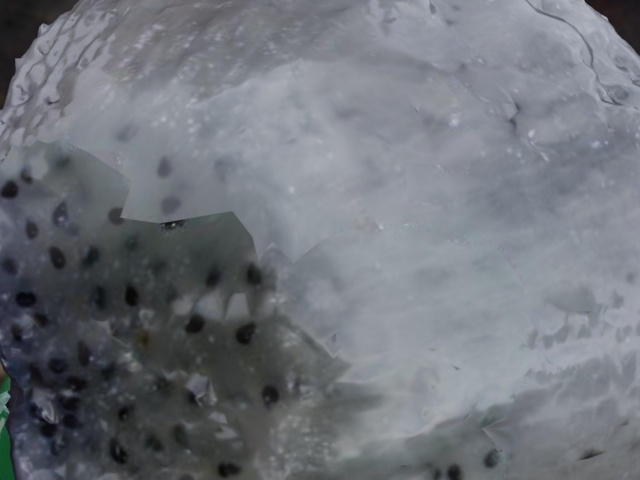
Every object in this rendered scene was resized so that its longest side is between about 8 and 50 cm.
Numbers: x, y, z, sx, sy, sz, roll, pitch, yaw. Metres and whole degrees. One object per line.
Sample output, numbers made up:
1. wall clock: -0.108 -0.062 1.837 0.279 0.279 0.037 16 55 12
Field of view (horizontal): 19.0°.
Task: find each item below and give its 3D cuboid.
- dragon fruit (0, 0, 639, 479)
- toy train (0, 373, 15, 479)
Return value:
1. dragon fruit: 0.024 0.027 0.642 0.204 0.283 0.221 -7 6 21
2. toy train: -0.171 0.179 1.179 0.178 0.249 0.429 23 10 -6
